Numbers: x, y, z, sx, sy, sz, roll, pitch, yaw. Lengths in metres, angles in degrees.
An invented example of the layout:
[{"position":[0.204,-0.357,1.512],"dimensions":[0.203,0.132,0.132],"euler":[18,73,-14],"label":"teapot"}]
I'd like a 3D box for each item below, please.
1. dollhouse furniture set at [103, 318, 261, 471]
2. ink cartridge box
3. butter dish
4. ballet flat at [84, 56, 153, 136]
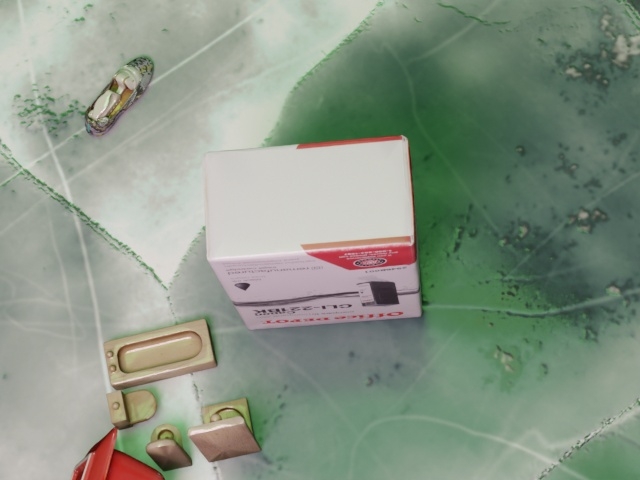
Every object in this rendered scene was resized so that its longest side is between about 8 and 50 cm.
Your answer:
[{"position":[-0.154,0.149,1.535],"dimensions":[0.144,0.123,0.151],"euler":[-13,69,1],"label":"dollhouse furniture set"},{"position":[0.000,0.000,1.497],"dimensions":[0.197,0.273,0.114],"euler":[-5,73,4],"label":"ink cartridge box"},{"position":[-0.195,0.281,1.462],"dimensions":[0.118,0.160,0.160],"euler":[20,69,-11],"label":"butter dish"},{"position":[-0.232,-0.170,1.707],"dimensions":[0.041,0.041,0.114],"euler":[31,75,16],"label":"ballet flat"}]
